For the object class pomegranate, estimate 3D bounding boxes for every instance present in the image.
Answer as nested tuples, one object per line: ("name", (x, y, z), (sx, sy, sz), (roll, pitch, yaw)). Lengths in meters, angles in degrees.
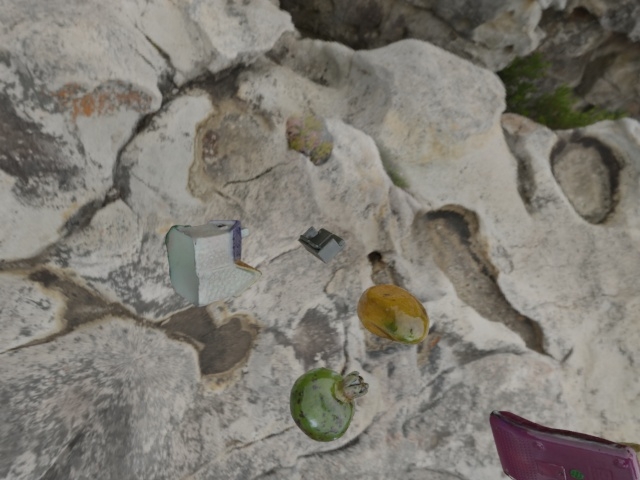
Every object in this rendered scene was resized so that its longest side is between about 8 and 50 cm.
("pomegranate", (0.027, 0.441, 1.592), (0.202, 0.248, 0.202), (39, 33, -32))

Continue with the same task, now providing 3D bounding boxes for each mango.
("mango", (0.132, 0.130, 1.007), (0.115, 0.165, 0.089), (0, 101, -36))

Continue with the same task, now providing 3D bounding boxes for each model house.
("model house", (-0.144, 0.020, 0.776), (0.100, 0.087, 0.101), (-17, 118, -36))

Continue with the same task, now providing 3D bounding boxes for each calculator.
("calculator", (0.320, 0.297, 0.761), (0.034, 0.190, 0.127), (-37, 118, -38))

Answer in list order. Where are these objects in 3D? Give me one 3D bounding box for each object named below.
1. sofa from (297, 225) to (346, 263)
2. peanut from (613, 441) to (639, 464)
("sofa", (0.000, 0.000, 1.623), (0.085, 0.147, 0.060), (-43, 118, -8))
("peanut", (0.781, 0.577, 1.484), (0.140, 0.159, 0.109), (1, 82, -55))
